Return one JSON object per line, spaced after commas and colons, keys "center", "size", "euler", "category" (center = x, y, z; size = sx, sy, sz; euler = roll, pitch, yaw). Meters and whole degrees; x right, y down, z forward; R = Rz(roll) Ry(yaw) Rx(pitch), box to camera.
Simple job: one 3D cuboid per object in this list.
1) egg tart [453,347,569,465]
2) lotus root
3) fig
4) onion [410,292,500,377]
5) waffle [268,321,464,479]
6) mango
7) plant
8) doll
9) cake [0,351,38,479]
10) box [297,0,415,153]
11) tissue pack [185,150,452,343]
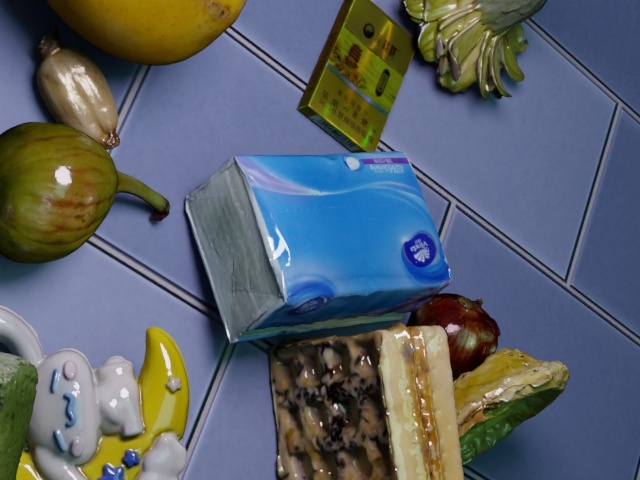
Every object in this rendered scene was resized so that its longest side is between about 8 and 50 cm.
{"center": [0.190, 0.217, 1.744], "size": [0.279, 0.279, 0.095], "euler": [-21, 69, -39], "category": "egg tart"}
{"center": [-0.274, -0.166, 1.547], "size": [0.073, 0.062, 0.150], "euler": [-31, 102, -14], "category": "lotus root"}
{"center": [-0.246, -0.055, 1.503], "size": [0.259, 0.151, 0.151], "euler": [-4, 85, -43], "category": "fig"}
{"center": [0.172, 0.124, 1.818], "size": [0.118, 0.117, 0.118], "euler": [-38, 143, -36], "category": "onion"}
{"center": [0.060, 0.290, 1.610], "size": [0.114, 0.261, 0.376], "euler": [-3, 84, -33], "category": "waffle"}
{"center": [-0.230, -0.407, 1.506], "size": [0.446, 0.232, 0.300], "euler": [63, 32, -7], "category": "mango"}
{"center": [0.240, -0.323, 1.888], "size": [0.261, 0.297, 0.306], "euler": [-52, 145, -6], "category": "plant"}
{"center": [-0.255, 0.190, 1.468], "size": [0.237, 0.111, 0.252], "euler": [-1, 88, -12], "category": "doll"}
{"center": [-0.358, 0.223, 1.364], "size": [0.099, 0.100, 0.235], "euler": [33, 68, -79], "category": "cake"}
{"center": [0.052, -0.220, 1.835], "size": [0.121, 0.030, 0.193], "euler": [36, 63, -29], "category": "box"}
{"center": [0.000, 0.000, 1.659], "size": [0.263, 0.146, 0.198], "euler": [-3, 66, -40], "category": "tissue pack"}
